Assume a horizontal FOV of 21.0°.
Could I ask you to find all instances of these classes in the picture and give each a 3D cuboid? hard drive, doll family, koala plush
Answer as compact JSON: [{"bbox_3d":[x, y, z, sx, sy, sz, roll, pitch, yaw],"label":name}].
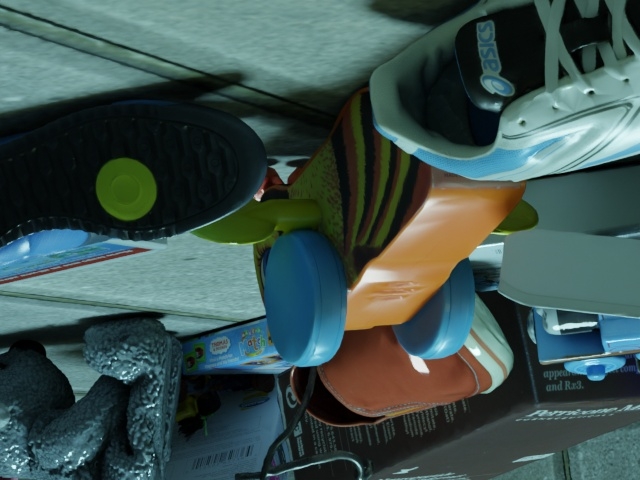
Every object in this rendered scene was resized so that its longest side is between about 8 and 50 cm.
[{"bbox_3d":[0.223,0.024,0.931,0.203,0.040,0.307,6,180,16],"label":"hard drive"},{"bbox_3d":[-0.127,0.151,1.767,0.111,0.076,0.193,-10,-164,33],"label":"doll family"},{"bbox_3d":[-0.250,0.169,1.579,0.221,0.203,0.196,6,169,1],"label":"koala plush"}]

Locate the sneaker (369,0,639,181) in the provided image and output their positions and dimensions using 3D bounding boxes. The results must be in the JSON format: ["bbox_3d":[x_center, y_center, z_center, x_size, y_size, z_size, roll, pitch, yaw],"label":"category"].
[{"bbox_3d":[0.111,-0.074,0.672,0.086,0.085,0.237,-4,169,-38],"label":"sneaker"}]

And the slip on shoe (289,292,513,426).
[{"bbox_3d":[0.053,0.085,1.284,0.101,0.123,0.331,-37,-179,-18],"label":"slip on shoe"}]

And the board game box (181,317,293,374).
[{"bbox_3d":[-0.010,0.098,1.674,0.160,0.039,0.211,3,167,-41],"label":"board game box"}]

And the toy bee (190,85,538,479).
[{"bbox_3d":[0.000,0.000,0.927,0.195,0.162,0.298,14,134,-41],"label":"toy bee"}]

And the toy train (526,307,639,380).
[{"bbox_3d":[0.226,0.041,1.148,0.184,0.080,0.105,-7,160,12],"label":"toy train"}]

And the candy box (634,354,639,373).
[{"bbox_3d":[0.435,0.026,1.304,0.268,0.122,0.317,1,166,-40],"label":"candy box"}]

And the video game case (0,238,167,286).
[{"bbox_3d":[-0.257,-0.001,1.033,0.204,0.025,0.285,-12,168,31],"label":"video game case"}]

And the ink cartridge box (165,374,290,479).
[{"bbox_3d":[-0.123,0.219,1.772,0.185,0.065,0.311,-13,-159,8],"label":"ink cartridge box"}]

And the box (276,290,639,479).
[{"bbox_3d":[0.139,0.125,1.511,0.191,0.143,0.381,-1,160,-31],"label":"box"}]

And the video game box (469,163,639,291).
[{"bbox_3d":[0.194,-0.010,1.174,0.205,0.048,0.187,-8,167,9],"label":"video game box"}]

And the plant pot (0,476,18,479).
[{"bbox_3d":[-0.455,0.244,1.850,0.201,0.201,0.180,5,-179,-45],"label":"plant pot"}]

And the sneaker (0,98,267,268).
[{"bbox_3d":[-0.119,-0.031,0.867,0.209,0.069,0.082,-12,-173,20],"label":"sneaker"}]
